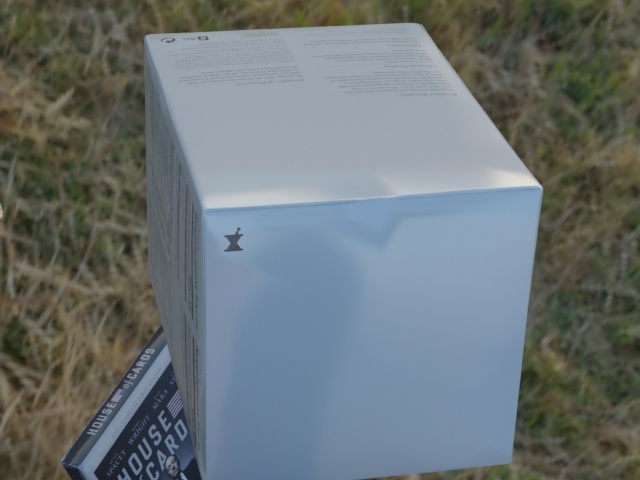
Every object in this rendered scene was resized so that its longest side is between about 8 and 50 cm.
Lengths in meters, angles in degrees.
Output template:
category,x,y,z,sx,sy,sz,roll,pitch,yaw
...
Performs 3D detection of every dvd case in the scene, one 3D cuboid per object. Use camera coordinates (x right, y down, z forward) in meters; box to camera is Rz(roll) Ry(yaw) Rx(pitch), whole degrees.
category,x,y,z,sx,sy,sz,roll,pitch,yaw
dvd case,-0.140,0.224,1.524,0.029,0.238,0.179,5,45,32

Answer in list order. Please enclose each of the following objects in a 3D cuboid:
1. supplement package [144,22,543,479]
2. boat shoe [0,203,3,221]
category,x,y,z,sx,sy,sz,roll,pitch,yaw
supplement package,0.000,0.000,1.049,0.199,0.198,0.262,-4,29,-12
boat shoe,-0.227,-0.067,0.956,0.153,0.048,0.056,61,18,-17
